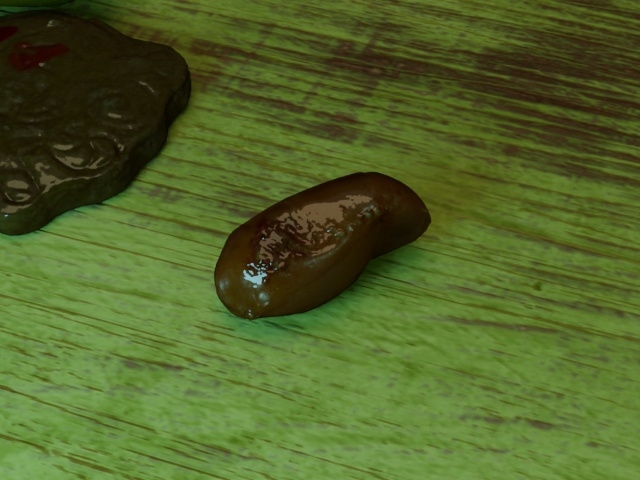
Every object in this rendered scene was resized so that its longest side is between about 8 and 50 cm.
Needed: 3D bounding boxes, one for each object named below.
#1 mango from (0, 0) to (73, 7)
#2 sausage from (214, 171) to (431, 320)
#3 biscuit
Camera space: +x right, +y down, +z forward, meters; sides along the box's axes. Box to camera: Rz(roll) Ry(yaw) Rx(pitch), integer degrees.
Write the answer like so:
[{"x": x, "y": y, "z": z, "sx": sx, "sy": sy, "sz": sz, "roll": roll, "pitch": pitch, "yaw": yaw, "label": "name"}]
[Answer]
[{"x": -0.337, "y": -0.311, "z": 1.653, "sx": 0.317, "sy": 0.211, "sz": 0.173, "roll": 10, "pitch": 2, "yaw": 7, "label": "mango"}, {"x": 0.000, "y": 0.000, "z": 1.379, "sx": 0.179, "sy": 0.089, "sz": 0.089, "roll": -26, "pitch": 47, "yaw": -20, "label": "sausage"}, {"x": -0.260, "y": -0.112, "z": 1.546, "sx": 0.257, "sy": 0.049, "sz": 0.273, "roll": 21, "pitch": 49, "yaw": 23, "label": "biscuit"}]
